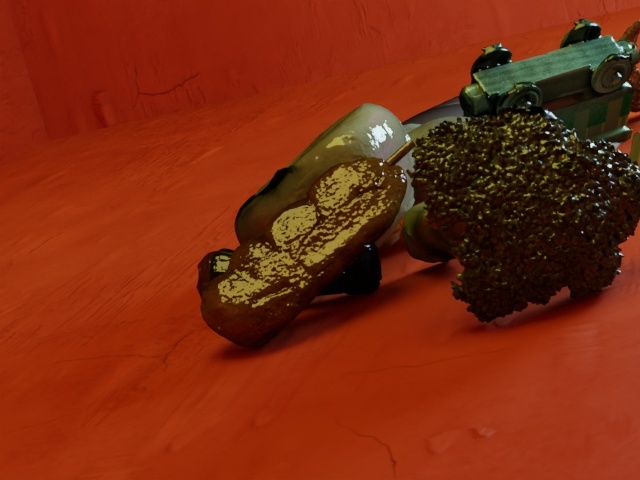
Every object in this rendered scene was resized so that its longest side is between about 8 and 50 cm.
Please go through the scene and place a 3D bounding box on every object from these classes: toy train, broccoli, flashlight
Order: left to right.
[{"bbox_3d":[-0.037,0.045,1.682,0.232,0.093,0.093,-6,15,18],"label":"flashlight"},{"bbox_3d":[0.175,-0.026,1.518,0.252,0.221,0.361,-17,1,-37],"label":"broccoli"},{"bbox_3d":[0.350,-0.215,2.046,0.301,0.202,0.120,-19,48,-16],"label":"toy train"}]

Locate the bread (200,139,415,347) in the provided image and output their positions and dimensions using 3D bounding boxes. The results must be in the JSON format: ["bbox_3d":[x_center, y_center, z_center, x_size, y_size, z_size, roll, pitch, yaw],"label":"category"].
[{"bbox_3d":[0.000,-0.002,1.594,0.124,0.084,0.344,38,70,25],"label":"bread"}]

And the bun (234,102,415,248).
[{"bbox_3d":[0.024,-0.048,1.798,0.283,0.179,0.283,-40,4,4],"label":"bun"}]

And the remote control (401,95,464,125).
[{"bbox_3d":[0.238,-0.193,2.286,0.332,0.103,0.221,-26,5,-35],"label":"remote control"}]

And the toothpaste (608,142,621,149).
[{"bbox_3d":[0.363,-0.105,1.896,0.100,0.066,0.323,-17,5,21],"label":"toothpaste"}]

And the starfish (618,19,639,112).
[{"bbox_3d":[0.490,-0.250,2.193,0.302,0.060,0.299,-23,-27,24],"label":"starfish"}]

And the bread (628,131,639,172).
[{"bbox_3d":[0.486,-0.090,1.794,0.139,0.084,0.074,13,1,-25],"label":"bread"}]

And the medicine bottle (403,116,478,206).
[{"bbox_3d":[0.173,-0.100,1.891,0.147,0.147,0.143,-25,13,-35],"label":"medicine bottle"}]
